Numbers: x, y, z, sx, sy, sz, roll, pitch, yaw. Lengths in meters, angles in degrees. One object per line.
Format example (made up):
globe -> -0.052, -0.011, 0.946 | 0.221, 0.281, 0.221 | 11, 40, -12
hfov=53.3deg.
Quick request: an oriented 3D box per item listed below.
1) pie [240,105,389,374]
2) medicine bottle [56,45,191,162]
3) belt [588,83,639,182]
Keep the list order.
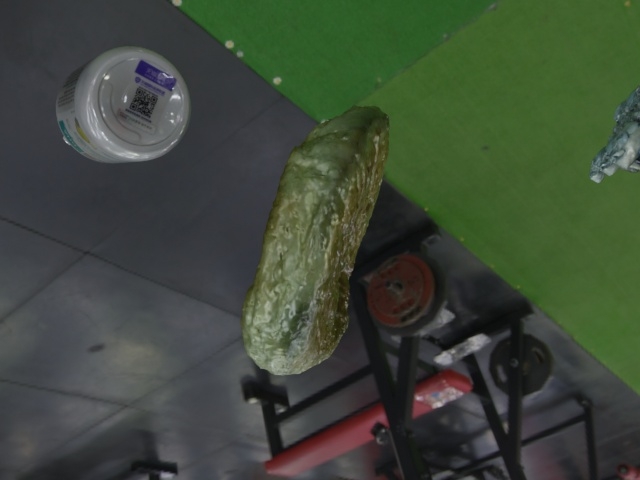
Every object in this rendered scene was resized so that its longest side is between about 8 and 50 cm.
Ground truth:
pie -> 0.000, 0.000, 0.624 | 0.079, 0.277, 0.277 | 15, 145, 11
medicine bottle -> -0.266, -0.167, 0.824 | 0.135, 0.135, 0.215 | 14, 176, -34
belt -> 0.197, -0.066, 0.339 | 0.065, 0.100, 0.179 | -64, 152, 2
